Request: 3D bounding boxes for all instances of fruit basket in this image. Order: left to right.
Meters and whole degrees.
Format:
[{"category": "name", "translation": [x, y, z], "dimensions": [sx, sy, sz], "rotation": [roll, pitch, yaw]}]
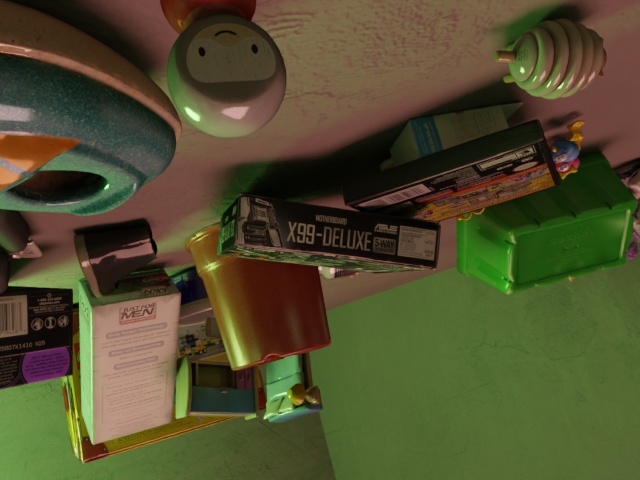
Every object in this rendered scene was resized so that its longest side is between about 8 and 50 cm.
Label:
[{"category": "fruit basket", "translation": [0.480, -0.053, 1.305], "dimensions": [0.393, 0.282, 0.392], "rotation": [-6, -149, 4]}]

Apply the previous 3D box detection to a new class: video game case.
[{"category": "video game case", "translation": [0.206, -0.083, 0.836], "dimensions": [0.275, 0.035, 0.248], "rotation": [-17, 164, 24]}]

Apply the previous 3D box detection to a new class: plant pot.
[{"category": "plant pot", "translation": [-0.107, 0.106, 1.106], "dimensions": [0.273, 0.264, 0.272], "rotation": [-15, 168, -3]}]

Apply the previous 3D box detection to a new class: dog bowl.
[{"category": "dog bowl", "translation": [-0.266, 0.137, 1.410], "dimensions": [0.265, 0.104, 0.265], "rotation": [-15, 169, -3]}]

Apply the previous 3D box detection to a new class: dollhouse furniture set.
[{"category": "dollhouse furniture set", "translation": [-0.161, 0.260, 1.250], "dimensions": [0.198, 0.286, 0.303], "rotation": [16, 147, -39]}]

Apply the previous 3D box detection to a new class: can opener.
[{"category": "can opener", "translation": [-0.403, 0.005, 0.692], "dimensions": [0.074, 0.093, 0.280], "rotation": [3, 164, -20]}]

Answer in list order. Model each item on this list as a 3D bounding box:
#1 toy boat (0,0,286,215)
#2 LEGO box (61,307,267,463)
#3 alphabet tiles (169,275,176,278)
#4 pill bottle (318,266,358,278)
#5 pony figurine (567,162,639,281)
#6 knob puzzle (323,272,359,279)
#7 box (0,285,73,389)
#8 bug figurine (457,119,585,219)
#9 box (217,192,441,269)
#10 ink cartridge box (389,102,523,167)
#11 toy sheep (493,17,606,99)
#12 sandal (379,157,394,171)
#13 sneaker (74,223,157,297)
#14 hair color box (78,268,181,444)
[{"category": "toy boat", "translation": [-0.170, -0.092, 0.378], "dimensions": [0.318, 0.148, 0.268], "rotation": [-20, 167, 26]}, {"category": "LEGO box", "translation": [-0.436, 0.342, 1.527], "dimensions": [0.501, 0.372, 0.193], "rotation": [-7, 170, -31]}, {"category": "alphabet tiles", "translation": [-0.314, 0.100, 1.453], "dimensions": [0.237, 0.009, 0.198], "rotation": [-8, 167, -33]}, {"category": "pill bottle", "translation": [0.050, 0.033, 1.346], "dimensions": [0.194, 0.108, 0.108], "rotation": [-13, 168, -10]}, {"category": "pony figurine", "translation": [0.802, -0.048, 1.516], "dimensions": [0.364, 0.302, 0.351], "rotation": [-36, 139, 9]}, {"category": "knob puzzle", "translation": [0.086, 0.064, 1.505], "dimensions": [0.213, 0.029, 0.213], "rotation": [-22, -161, 8]}, {"category": "box", "translation": [-0.543, 0.147, 0.897], "dimensions": [0.271, 0.143, 0.165], "rotation": [-2, 178, 37]}, {"category": "bug figurine", "translation": [0.385, -0.124, 1.039], "dimensions": [0.216, 0.072, 0.279], "rotation": [-13, 167, -47]}, {"category": "box", "translation": [0.000, 0.000, 0.896], "dimensions": [0.308, 0.076, 0.242], "rotation": [7, 174, -15]}, {"category": "ink cartridge box", "translation": [0.207, -0.143, 0.821], "dimensions": [0.182, 0.061, 0.104], "rotation": [-12, 168, -12]}, {"category": "toy sheep", "translation": [0.245, -0.193, 0.592], "dimensions": [0.132, 0.091, 0.091], "rotation": [-7, 167, -11]}, {"category": "sandal", "translation": [0.176, -0.094, 0.983], "dimensions": [0.102, 0.076, 0.265], "rotation": [-21, 168, 26]}, {"category": "sneaker", "translation": [-0.337, 0.039, 0.950], "dimensions": [0.118, 0.083, 0.222], "rotation": [-12, 167, -16]}, {"category": "hair color box", "translation": [-0.431, 0.261, 1.245], "dimensions": [0.186, 0.374, 0.114], "rotation": [-7, -149, -33]}]
